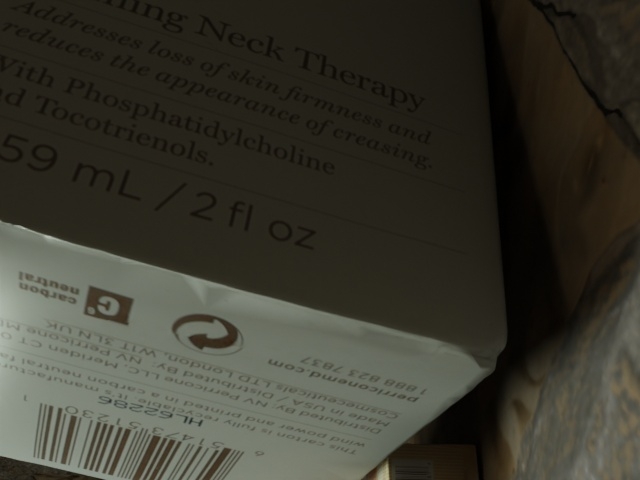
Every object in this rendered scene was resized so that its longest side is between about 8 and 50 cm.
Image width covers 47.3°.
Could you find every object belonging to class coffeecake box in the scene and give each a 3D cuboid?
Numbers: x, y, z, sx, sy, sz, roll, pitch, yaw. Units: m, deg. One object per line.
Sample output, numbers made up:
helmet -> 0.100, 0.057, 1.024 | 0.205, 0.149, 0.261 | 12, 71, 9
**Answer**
coffeecake box -> 0.062, 0.242, 0.555 | 0.185, 0.068, 0.142 | 109, 163, -63

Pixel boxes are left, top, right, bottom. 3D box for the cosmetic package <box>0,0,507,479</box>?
cosmetic package -> -0.088, -0.045, 0.575 | 0.327, 0.329, 0.393 | 120, 162, -49
